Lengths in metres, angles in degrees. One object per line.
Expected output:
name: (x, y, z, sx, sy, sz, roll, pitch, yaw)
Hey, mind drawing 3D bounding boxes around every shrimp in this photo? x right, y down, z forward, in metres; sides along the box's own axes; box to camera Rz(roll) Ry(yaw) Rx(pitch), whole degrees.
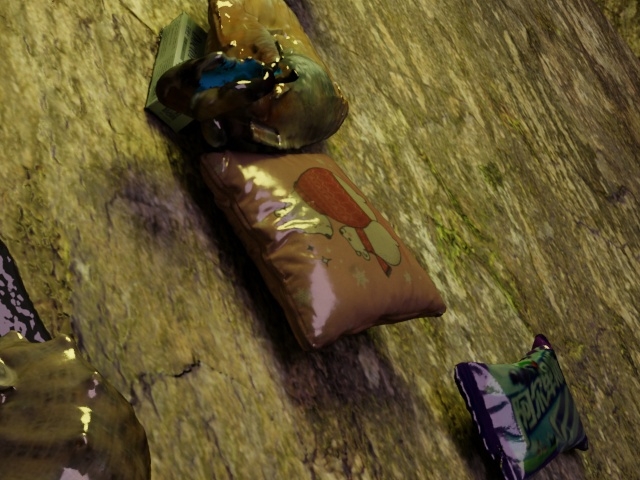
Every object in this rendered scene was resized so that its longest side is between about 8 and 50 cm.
shrimp: (-0.064, -0.186, 1.525, 0.221, 0.110, 0.446, 58, 15, -6)

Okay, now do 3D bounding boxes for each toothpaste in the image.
toothpaste: (-0.145, -0.174, 1.501, 0.046, 0.034, 0.164, 42, 28, -26)

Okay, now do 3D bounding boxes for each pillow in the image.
pillow: (0.000, 0.000, 1.447, 0.223, 0.084, 0.236, -5, 56, -51)

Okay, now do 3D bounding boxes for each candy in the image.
candy: (0.226, 0.183, 1.604, 0.275, 0.070, 0.145, -7, 70, -62)

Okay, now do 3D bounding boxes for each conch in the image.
conch: (-0.171, 0.169, 0.841, 0.291, 0.159, 0.210, 56, 32, -13)

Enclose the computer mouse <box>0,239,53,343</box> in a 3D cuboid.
computer mouse: (-0.235, 0.083, 0.984, 0.122, 0.073, 0.217, -30, 93, -45)
